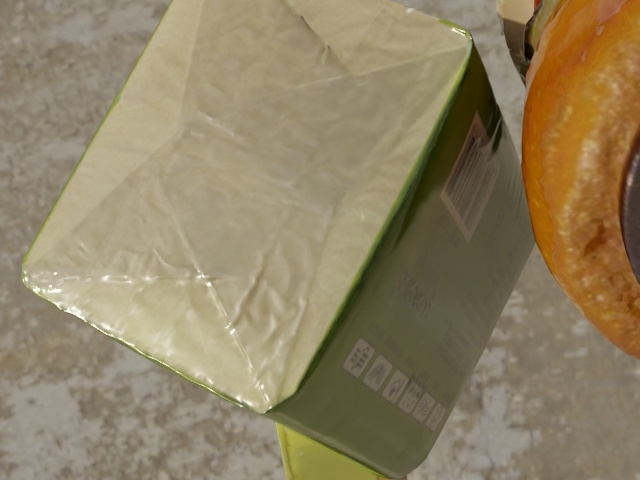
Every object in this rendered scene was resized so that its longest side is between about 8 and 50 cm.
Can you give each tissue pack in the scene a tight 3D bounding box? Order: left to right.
[{"bbox_3d":[0.000,0.000,0.675,0.167,0.275,0.200,27,82,21],"label":"tissue pack"}]

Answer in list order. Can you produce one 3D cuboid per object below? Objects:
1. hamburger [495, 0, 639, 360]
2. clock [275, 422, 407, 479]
[{"bbox_3d":[0.245,-0.105,0.588,0.330,0.330,0.250,-8,41,7],"label":"hamburger"},{"bbox_3d":[0.012,0.143,0.949,0.096,0.202,0.143,-12,47,-6],"label":"clock"}]
